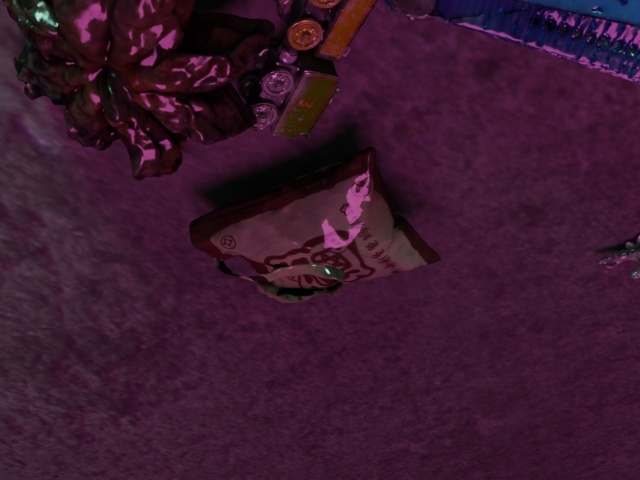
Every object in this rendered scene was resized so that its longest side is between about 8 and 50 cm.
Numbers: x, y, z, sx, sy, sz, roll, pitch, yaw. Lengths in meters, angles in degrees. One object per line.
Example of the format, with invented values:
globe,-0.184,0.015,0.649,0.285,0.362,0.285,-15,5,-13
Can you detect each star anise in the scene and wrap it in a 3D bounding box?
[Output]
star anise,-0.159,-0.144,0.584,0.223,0.109,0.236,-23,130,27

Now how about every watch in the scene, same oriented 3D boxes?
watch,0.190,-0.189,0.561,0.274,0.068,0.276,17,-170,19

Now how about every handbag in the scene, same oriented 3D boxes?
handbag,0.000,0.000,0.818,0.235,0.127,0.213,-20,143,20

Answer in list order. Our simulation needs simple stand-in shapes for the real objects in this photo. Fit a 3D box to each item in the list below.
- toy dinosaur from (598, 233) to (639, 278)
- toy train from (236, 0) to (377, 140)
toy dinosaur,0.503,0.020,1.004,0.209,0.039,0.082,-2,141,-9
toy train,-0.012,-0.175,0.642,0.081,0.060,0.202,6,142,-28
